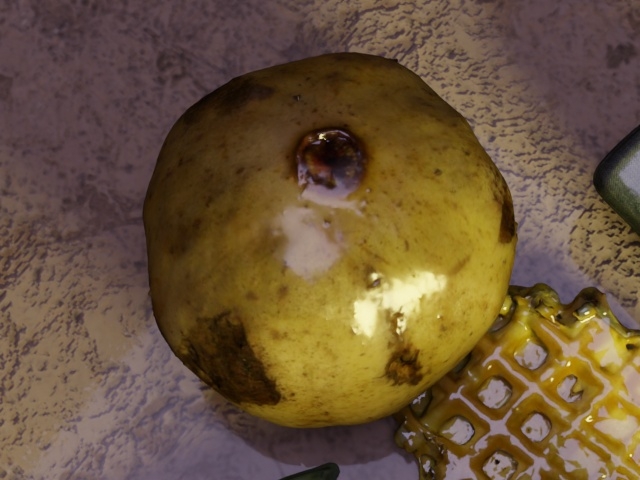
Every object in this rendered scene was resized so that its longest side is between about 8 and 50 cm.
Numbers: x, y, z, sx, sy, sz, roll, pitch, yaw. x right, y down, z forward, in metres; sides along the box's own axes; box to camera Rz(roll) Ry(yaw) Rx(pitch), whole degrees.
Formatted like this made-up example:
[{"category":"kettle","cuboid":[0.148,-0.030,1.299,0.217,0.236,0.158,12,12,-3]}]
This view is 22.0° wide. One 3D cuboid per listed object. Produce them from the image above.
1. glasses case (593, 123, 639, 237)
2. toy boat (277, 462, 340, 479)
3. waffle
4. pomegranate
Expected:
[{"category":"glasses case","cuboid":[0.351,0.033,1.251,0.131,0.074,0.323,-39,90,-3]},{"category":"toy boat","cuboid":[-0.100,0.264,1.247,0.293,0.055,0.093,-30,73,-6]},{"category":"waffle","cuboid":[0.194,0.157,1.261,0.281,0.060,0.262,-5,77,5]},{"category":"pomegranate","cuboid":[0.000,0.000,1.212,0.281,0.281,0.281,-1,75,2]}]
